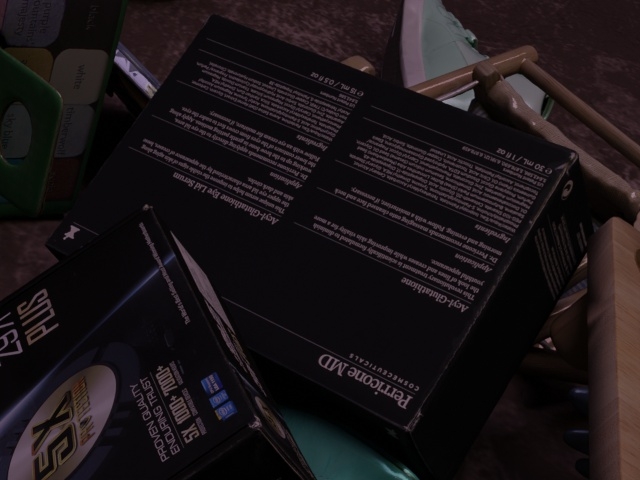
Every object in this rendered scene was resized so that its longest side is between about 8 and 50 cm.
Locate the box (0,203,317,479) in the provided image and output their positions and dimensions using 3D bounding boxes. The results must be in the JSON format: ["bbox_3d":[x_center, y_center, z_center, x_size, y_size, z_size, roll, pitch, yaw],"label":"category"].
[{"bbox_3d":[-0.101,0.091,0.695,0.077,0.147,0.180,55,2,-42],"label":"box"}]

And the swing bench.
[{"bbox_3d":[0.111,-0.006,0.993,0.254,0.165,0.253,-7,39,-40],"label":"swing bench"}]

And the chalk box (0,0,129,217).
[{"bbox_3d":[-0.256,-0.126,0.947,0.179,0.180,0.289,-3,35,-37],"label":"chalk box"}]

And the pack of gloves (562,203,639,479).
[{"bbox_3d":[0.258,0.075,0.911,0.232,0.195,0.046,17,2,-24],"label":"pack of gloves"}]

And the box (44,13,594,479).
[{"bbox_3d":[0.000,0.000,0.839,0.261,0.103,0.184,25,69,28],"label":"box"}]

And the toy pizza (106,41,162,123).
[{"bbox_3d":[-0.128,-0.101,1.058,0.201,0.032,0.201,46,1,-1],"label":"toy pizza"}]

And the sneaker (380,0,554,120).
[{"bbox_3d":[0.139,-0.155,1.338,0.151,0.094,0.256,10,40,-8],"label":"sneaker"}]

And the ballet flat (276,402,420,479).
[{"bbox_3d":[0.040,0.169,0.737,0.247,0.083,0.087,29,45,20],"label":"ballet flat"}]

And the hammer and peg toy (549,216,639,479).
[{"bbox_3d":[0.282,0.161,0.751,0.361,0.127,0.266,36,32,-13],"label":"hammer and peg toy"}]
